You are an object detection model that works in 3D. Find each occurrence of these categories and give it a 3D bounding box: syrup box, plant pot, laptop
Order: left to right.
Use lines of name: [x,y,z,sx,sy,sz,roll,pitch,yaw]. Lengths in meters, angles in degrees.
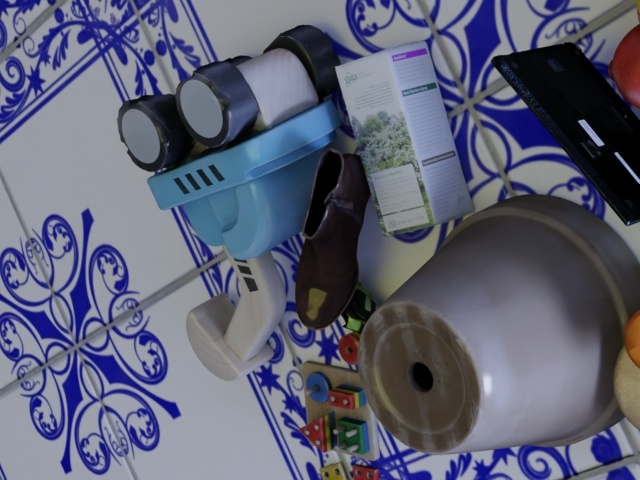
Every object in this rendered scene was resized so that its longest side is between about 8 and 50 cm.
syrup box: [0.110,-0.133,1.956,0.093,0.096,0.237,-14,93,42]
plant pot: [0.203,0.130,1.829,0.323,0.280,0.323,17,115,39]
laptop: [0.299,-0.093,1.681,0.234,0.264,0.136,53,129,17]

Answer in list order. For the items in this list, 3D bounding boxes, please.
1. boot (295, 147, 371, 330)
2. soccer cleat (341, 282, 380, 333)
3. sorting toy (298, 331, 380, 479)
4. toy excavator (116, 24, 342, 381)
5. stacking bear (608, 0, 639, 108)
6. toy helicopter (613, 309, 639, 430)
boot: [0.000,0.000,1.983,0.090,0.207,0.248,18,92,15]
soccer cleat: [0.076,0.118,2.085,0.179,0.072,0.060,34,124,30]
sorting toy: [0.020,0.264,2.204,0.132,0.046,0.274,8,109,41]
toy excavator: [-0.108,-0.027,2.129,0.433,0.222,0.445,-17,99,49]
stacking bear: [0.411,-0.258,1.601,0.175,0.164,0.289,40,133,17]
toy helicopter: [0.502,0.200,1.684,0.355,0.140,0.235,15,107,26]
